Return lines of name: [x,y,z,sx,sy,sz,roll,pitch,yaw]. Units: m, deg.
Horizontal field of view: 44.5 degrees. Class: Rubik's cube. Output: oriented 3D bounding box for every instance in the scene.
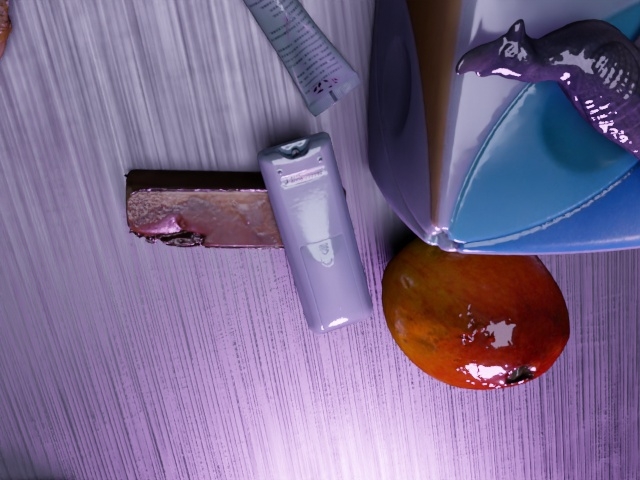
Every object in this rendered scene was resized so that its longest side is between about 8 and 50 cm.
Rubik's cube: [0.264,-0.193,1.006,0.351,0.352,0.347,-2,111,-13]

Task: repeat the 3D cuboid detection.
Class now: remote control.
remote control: [0.000,-0.001,1.094,0.103,0.051,0.293,-18,114,-5]

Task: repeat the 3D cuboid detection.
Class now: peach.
peach: [0.223,0.100,1.153,0.281,0.281,0.238,27,104,-20]

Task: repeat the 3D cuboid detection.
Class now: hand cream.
hand cream: [-0.065,-0.318,1.047,0.085,0.058,0.331,-37,113,1]

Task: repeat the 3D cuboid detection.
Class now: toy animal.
toy animal: [0.316,-0.164,0.797,0.367,0.081,0.206,30,98,-28]

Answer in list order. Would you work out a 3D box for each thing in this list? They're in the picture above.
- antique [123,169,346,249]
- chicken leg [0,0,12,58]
antique: [-0.124,-0.045,1.124,0.310,0.087,0.093,0,111,-13]
chicken leg: [-0.419,-0.312,0.973,0.085,0.069,0.198,17,99,-19]
